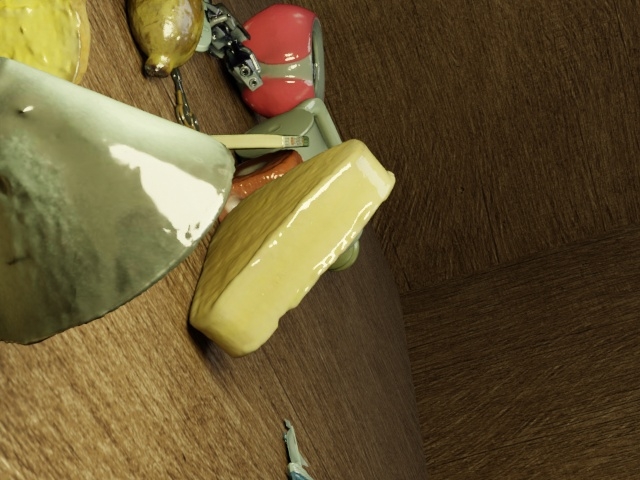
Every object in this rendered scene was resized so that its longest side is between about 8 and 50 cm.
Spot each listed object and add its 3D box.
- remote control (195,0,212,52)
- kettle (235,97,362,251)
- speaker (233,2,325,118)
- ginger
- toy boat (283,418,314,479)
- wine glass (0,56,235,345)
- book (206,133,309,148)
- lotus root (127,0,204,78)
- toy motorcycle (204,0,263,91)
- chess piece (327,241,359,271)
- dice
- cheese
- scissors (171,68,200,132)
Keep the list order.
[{"bbox_3d":[-0.276,-0.471,1.598,0.098,0.045,0.256,11,51,-33],"label":"remote control"},{"bbox_3d":[-0.025,-0.138,1.837,0.205,0.265,0.318,40,-21,58],"label":"kettle"},{"bbox_3d":[-0.088,-0.432,1.968,0.294,0.294,0.294,-18,90,-80],"label":"speaker"},{"bbox_3d":[-0.330,-0.306,0.887,0.190,0.127,0.353,74,4,-70],"label":"ginger"},{"bbox_3d":[-0.042,0.395,1.432,0.105,0.034,0.149,47,28,-72],"label":"toy boat"},{"bbox_3d":[-0.275,-0.142,0.571,0.267,0.267,0.406,-95,158,-51],"label":"wine glass"},{"bbox_3d":[-0.140,-0.180,1.445,0.264,0.202,0.027,-41,130,-79],"label":"book"},{"bbox_3d":[-0.264,-0.372,1.352,0.138,0.139,0.213,47,38,-67],"label":"lotus root"},{"bbox_3d":[-0.214,-0.442,1.730,0.270,0.106,0.159,52,13,-22],"label":"toy motorcycle"},{"bbox_3d":[0.000,0.000,2.108,0.251,0.145,0.144,23,49,-68],"label":"chess piece"},{"bbox_3d":[-0.098,-0.066,1.542,0.175,0.174,0.179,-80,150,-72],"label":"dice"},{"bbox_3d":[-0.041,-0.020,1.253,0.104,0.384,0.384,45,20,-19],"label":"cheese"},{"bbox_3d":[-0.269,-0.303,1.483,0.088,0.017,0.220,33,39,-73],"label":"scissors"}]
